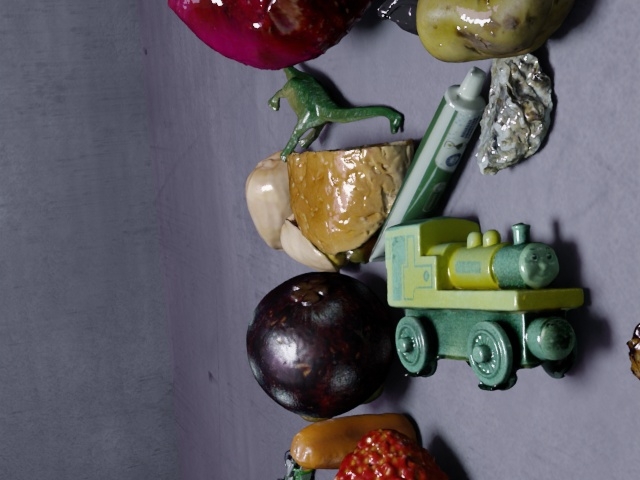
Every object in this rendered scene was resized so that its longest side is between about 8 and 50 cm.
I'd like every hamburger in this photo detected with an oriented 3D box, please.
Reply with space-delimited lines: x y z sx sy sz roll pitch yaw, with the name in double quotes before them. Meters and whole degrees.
"hamburger" 0.053 -0.061 1.584 0.330 0.162 0.209 -4 92 62

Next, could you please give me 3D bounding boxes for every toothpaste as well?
"toothpaste" 0.170 -0.105 1.402 0.061 0.099 0.392 58 144 32

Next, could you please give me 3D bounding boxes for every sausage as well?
"sausage" 0.057 0.352 1.606 0.098 0.238 0.098 20 112 62

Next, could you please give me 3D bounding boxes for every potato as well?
"potato" 0.213 -0.294 1.126 0.200 0.154 0.137 0 98 50

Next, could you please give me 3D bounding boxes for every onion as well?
"onion" -0.051 -0.479 1.575 0.420 0.398 0.398 16 -120 -69

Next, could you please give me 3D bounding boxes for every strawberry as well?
"strawberry" 0.141 0.498 1.499 0.292 0.292 0.343 132 151 -61

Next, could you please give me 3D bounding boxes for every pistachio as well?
"pistachio" -0.077 -0.083 1.917 0.157 0.157 0.229 -122 20 -44
"pistachio" 0.000 0.000 1.798 0.145 0.117 0.200 51 164 -31

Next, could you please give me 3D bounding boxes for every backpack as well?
"backpack" 0.173 -0.342 1.292 0.165 0.106 0.120 34 108 39

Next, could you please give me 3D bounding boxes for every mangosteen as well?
"mangosteen" 0.004 0.197 1.655 0.288 0.288 0.288 172 90 -67

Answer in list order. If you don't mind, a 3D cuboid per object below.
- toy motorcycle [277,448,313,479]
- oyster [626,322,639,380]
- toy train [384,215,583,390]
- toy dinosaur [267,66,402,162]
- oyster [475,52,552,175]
"toy motorcycle" -0.048 0.589 2.144 0.106 0.074 0.190 5 101 57
"oyster" 0.395 0.154 1.005 0.177 0.056 0.105 -122 41 -52
"toy train" 0.221 0.078 1.275 0.369 0.150 0.237 174 95 -65
"toy dinosaur" 0.006 -0.294 1.733 0.301 0.087 0.447 -51 45 44
"oyster" 0.252 -0.173 1.217 0.125 0.064 0.177 -162 68 -69
